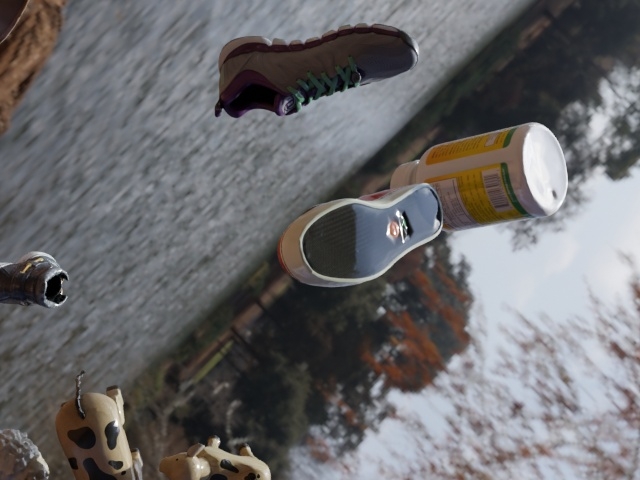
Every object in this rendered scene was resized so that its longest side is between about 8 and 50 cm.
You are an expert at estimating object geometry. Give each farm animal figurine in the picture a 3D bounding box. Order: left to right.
[{"bbox_3d":[-0.258,0.334,1.338,0.330,0.327,0.172,-34,-167,-4],"label":"farm animal figurine"}]

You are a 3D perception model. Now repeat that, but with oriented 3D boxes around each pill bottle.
[{"bbox_3d":[0.195,-0.073,1.248,0.208,0.118,0.117,-11,-155,42],"label":"pill bottle"}]

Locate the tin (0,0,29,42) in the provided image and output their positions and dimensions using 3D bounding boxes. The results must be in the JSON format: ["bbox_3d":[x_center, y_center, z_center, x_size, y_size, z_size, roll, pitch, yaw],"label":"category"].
[{"bbox_3d":[-0.273,-0.200,0.753,0.189,0.040,0.106,10,-103,48],"label":"tin"}]

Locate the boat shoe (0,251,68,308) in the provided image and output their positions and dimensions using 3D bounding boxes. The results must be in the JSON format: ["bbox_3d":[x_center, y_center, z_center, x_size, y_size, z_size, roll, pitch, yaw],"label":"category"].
[{"bbox_3d":[-0.347,0.055,1.230,0.183,0.083,0.065,-31,129,-81],"label":"boat shoe"}]

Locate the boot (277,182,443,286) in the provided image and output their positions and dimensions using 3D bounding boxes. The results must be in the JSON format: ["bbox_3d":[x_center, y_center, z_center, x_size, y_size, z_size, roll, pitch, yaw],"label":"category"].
[{"bbox_3d":[0.000,0.000,1.078,0.176,0.088,0.244,-8,-173,40],"label":"boot"}]

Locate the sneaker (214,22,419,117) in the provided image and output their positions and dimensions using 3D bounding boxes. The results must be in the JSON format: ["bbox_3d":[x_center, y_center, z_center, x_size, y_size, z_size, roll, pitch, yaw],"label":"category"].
[{"bbox_3d":[-0.004,-0.170,1.061,0.083,0.223,0.098,68,22,-52],"label":"sneaker"}]
